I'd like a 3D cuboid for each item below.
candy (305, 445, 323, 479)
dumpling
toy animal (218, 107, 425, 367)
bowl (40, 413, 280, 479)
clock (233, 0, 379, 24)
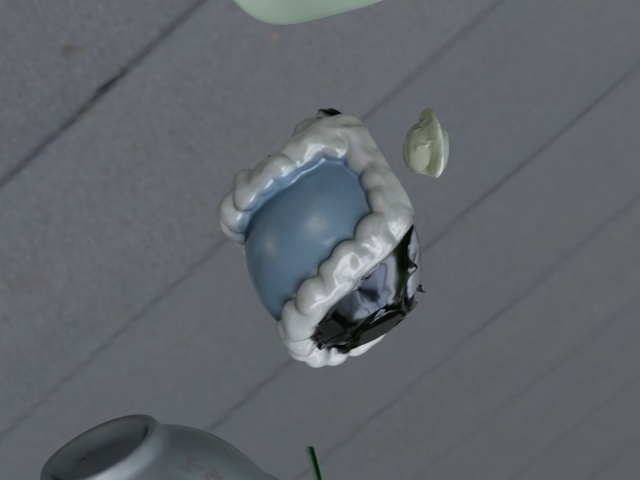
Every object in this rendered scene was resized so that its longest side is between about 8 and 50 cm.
[{"bbox_3d":[0.011,0.268,1.279,0.058,0.194,0.062,-12,144,-8],"label":"candy"},{"bbox_3d":[0.097,-0.090,1.287,0.077,0.043,0.059,-58,161,-65],"label":"dumpling"},{"bbox_3d":[0.000,0.000,1.288,0.156,0.204,0.208,-27,156,-10],"label":"toy animal"},{"bbox_3d":[-0.215,0.296,1.585,0.345,0.345,0.157,-28,108,-14],"label":"bowl"},{"bbox_3d":[-0.029,-0.256,1.144,0.151,0.062,0.191,-9,147,30],"label":"clock"}]
